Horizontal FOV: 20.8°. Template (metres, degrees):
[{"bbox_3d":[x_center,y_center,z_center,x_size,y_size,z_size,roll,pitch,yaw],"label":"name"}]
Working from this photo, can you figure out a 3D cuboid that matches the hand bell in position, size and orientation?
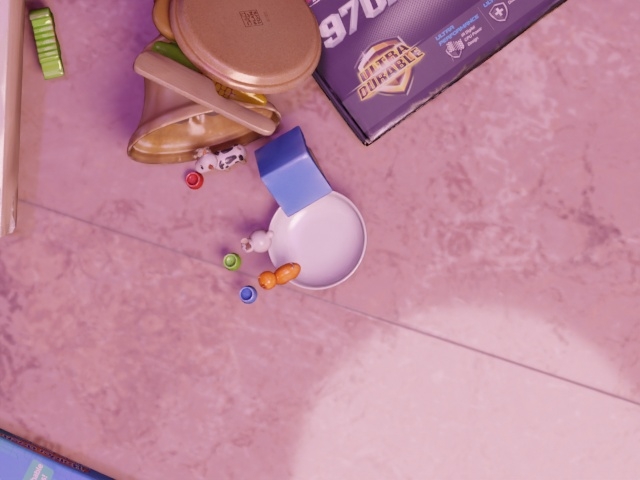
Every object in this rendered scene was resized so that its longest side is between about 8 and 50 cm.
[{"bbox_3d":[-0.121,-0.195,1.409,0.126,0.126,0.242,-14,78,0],"label":"hand bell"}]

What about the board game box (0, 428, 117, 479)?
[{"bbox_3d":[-0.254,0.245,1.422,0.210,0.047,0.160,23,90,1],"label":"board game box"}]

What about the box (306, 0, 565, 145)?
[{"bbox_3d":[0.074,-0.209,1.420,0.220,0.051,0.175,-36,90,0],"label":"box"}]

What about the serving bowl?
[{"bbox_3d":[0.000,0.000,1.428,0.083,0.027,0.083,-2,84,14],"label":"serving bowl"}]

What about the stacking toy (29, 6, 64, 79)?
[{"bbox_3d":[-0.316,-0.223,1.419,0.167,0.052,0.221,-14,91,0],"label":"stacking toy"}]

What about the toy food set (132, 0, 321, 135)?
[{"bbox_3d":[-0.063,-0.162,1.345,0.132,0.038,0.192,28,54,-6],"label":"toy food set"}]

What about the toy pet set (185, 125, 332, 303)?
[{"bbox_3d":[-0.047,-0.029,1.394,0.114,0.065,0.122,-29,78,9],"label":"toy pet set"}]

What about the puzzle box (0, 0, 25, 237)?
[{"bbox_3d":[-0.438,-0.150,1.386,0.409,0.052,0.272,5,98,4],"label":"puzzle box"}]
